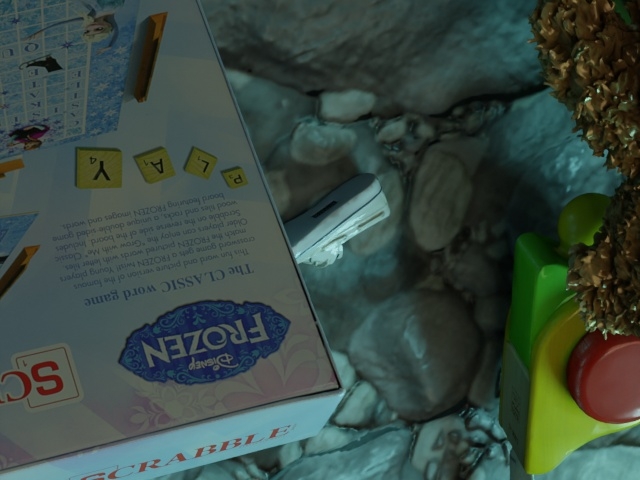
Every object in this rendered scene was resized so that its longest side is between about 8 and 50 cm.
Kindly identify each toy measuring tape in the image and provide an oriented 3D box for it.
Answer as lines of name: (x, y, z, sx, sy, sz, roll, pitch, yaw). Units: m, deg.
toy measuring tape: (0.177, 0.118, 1.181, 0.121, 0.121, 0.330, -10, 120, -21)

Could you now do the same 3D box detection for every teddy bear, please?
teddy bear: (0.232, -0.096, 0.996, 0.245, 0.113, 0.338, -17, 115, -4)

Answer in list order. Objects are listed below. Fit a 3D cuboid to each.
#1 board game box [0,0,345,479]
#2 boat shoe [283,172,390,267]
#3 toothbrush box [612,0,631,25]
board game box: (-0.190, -0.020, 0.876, 0.319, 0.318, 0.066, -12, 157, -19)
boat shoe: (0.000, 0.000, 1.101, 0.100, 0.035, 0.035, -37, 116, -16)
toothbrush box: (0.200, -0.238, 1.057, 0.206, 0.122, 0.283, -44, 118, -5)
